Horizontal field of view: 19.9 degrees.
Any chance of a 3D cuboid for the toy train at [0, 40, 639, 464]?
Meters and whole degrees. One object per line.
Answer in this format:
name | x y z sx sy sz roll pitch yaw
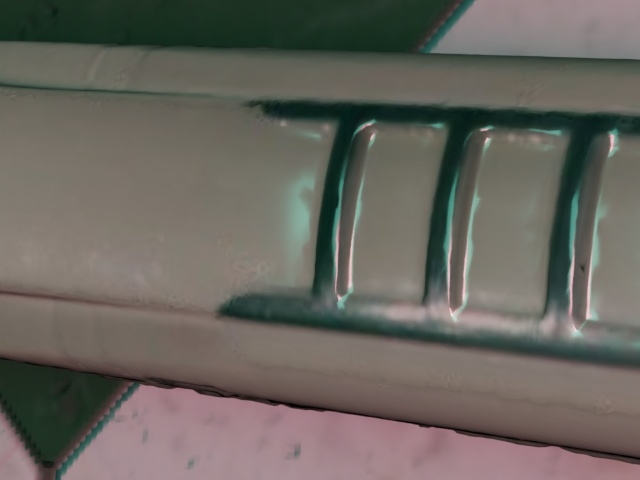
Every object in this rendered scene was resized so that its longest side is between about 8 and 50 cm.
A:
toy train | 0.000 0.000 0.417 0.407 0.088 0.086 5 86 33
